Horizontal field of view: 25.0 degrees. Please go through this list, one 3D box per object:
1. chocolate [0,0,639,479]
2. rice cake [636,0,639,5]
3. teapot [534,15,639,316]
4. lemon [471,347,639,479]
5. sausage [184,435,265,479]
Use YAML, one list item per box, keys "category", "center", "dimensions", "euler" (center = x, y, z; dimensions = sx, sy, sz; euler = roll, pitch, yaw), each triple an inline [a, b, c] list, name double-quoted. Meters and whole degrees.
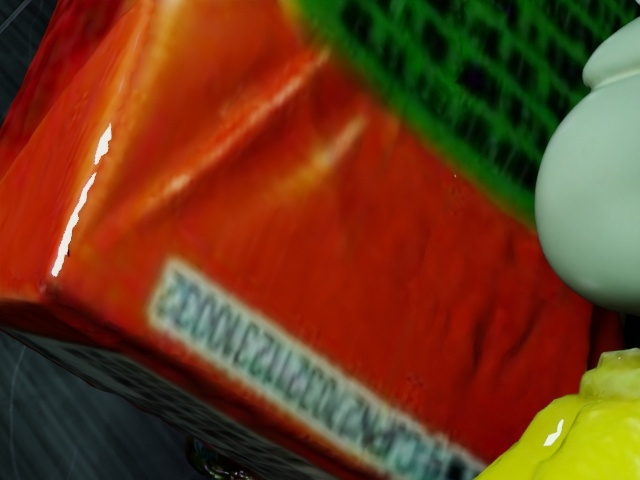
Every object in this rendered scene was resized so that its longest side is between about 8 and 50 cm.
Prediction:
- category: "chocolate"
  center: [0.012, -0.043, 0.745]
  dimensions: [0.161, 0.360, 0.341]
  euler: [-8, 56, 47]
- category: "rice cake"
  center: [0.207, -0.265, 0.958]
  dimensions: [0.055, 0.049, 0.270]
  euler: [-28, 44, 47]
- category: "teapot"
  center: [0.252, -0.048, 0.693]
  dimensions: [0.220, 0.318, 0.149]
  euler: [-8, 88, 56]
- category: "lemon"
  center: [0.133, 0.202, 0.527]
  dimensions: [0.268, 0.322, 0.268]
  euler: [-14, 15, 4]
- category: "sausage"
  center: [0.000, 0.000, 0.909]
  dimensions: [0.082, 0.082, 0.371]
  euler: [7, 66, 38]
